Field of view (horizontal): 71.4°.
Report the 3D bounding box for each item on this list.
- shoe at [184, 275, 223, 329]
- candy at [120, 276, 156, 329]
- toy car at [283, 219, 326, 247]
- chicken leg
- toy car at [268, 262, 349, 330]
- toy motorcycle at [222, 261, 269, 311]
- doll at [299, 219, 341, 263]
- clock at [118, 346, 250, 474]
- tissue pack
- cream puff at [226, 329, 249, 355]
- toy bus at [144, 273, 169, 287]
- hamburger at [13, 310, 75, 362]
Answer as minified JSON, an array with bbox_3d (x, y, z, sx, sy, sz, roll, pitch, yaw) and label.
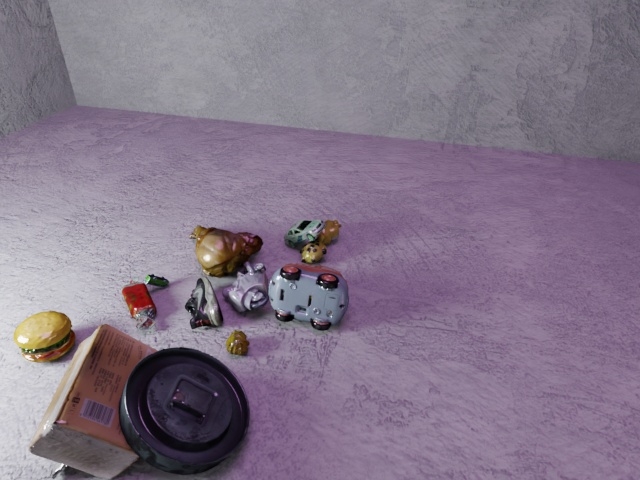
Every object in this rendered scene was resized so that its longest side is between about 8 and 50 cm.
[{"bbox_3d":[-0.405,0.211,1.504,0.112,0.099,0.227,-21,40,-18],"label":"shoe"},{"bbox_3d":[-0.621,0.209,1.525,0.086,0.059,0.292,-17,39,-28],"label":"candy"},{"bbox_3d":[-0.070,-0.039,1.811,0.224,0.076,0.090,-19,23,52],"label":"toy car"},{"bbox_3d":[-0.384,0.019,1.767,0.295,0.182,0.409,-10,18,-33],"label":"chicken leg"},{"bbox_3d":[-0.031,0.166,1.511,0.271,0.180,0.212,11,19,8],"label":"toy car"},{"bbox_3d":[-0.264,0.166,1.570,0.171,0.110,0.260,-14,30,-3],"label":"toy motorcycle"},{"bbox_3d":[0.000,0.001,1.837,0.117,0.086,0.291,4,35,22],"label":"doll"},{"bbox_3d":[-0.328,0.409,1.098,0.319,0.066,0.319,28,27,-16],"label":"clock"},{"bbox_3d":[-0.560,0.414,1.123,0.239,0.238,0.305,-2,34,-5],"label":"tissue pack"},{"bbox_3d":[-0.258,0.316,1.376,0.083,0.058,0.083,7,36,12],"label":"cream puff"},{"bbox_3d":[-0.589,0.147,1.607,0.031,0.037,0.083,35,6,40],"label":"toy bus"},{"bbox_3d":[-0.830,0.288,1.346,0.162,0.115,0.162,3,33,-2],"label":"hamburger"}]
